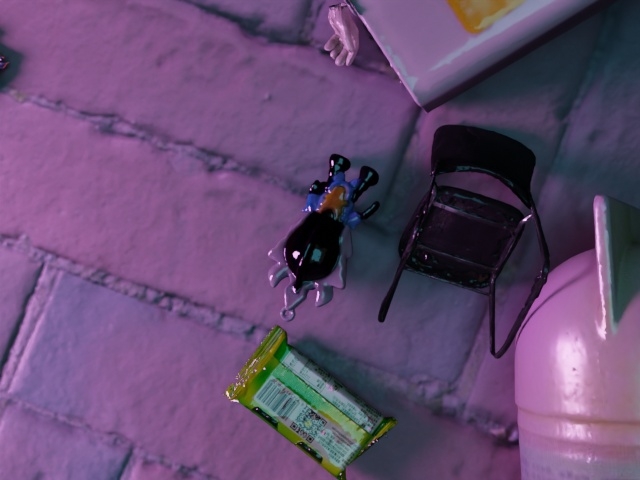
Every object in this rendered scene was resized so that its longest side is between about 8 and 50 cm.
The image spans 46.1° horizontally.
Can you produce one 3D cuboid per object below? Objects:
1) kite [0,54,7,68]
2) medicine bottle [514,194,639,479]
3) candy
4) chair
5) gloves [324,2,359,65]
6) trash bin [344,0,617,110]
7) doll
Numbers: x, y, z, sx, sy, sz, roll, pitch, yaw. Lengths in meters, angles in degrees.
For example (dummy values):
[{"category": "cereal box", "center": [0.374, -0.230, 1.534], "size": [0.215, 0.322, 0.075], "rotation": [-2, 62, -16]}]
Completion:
[{"category": "kite", "center": [-0.450, -0.209, 0.865], "size": [0.183, 0.014, 0.241], "rotation": [-8, 89, 2]}, {"category": "medicine bottle", "center": [0.317, 0.163, 0.757], "size": [0.235, 0.236, 0.406], "rotation": [-2, 85, -1]}, {"category": "candy", "center": [-0.011, 0.189, 0.856], "size": [0.178, 0.032, 0.102], "rotation": [37, 86, 1]}, {"category": "chair", "center": [0.159, -0.010, 0.829], "size": [0.140, 0.221, 0.145], "rotation": [18, 132, -1]}, {"category": "gloves", "center": [0.025, -0.239, 0.854], "size": [0.037, 0.044, 0.081], "rotation": [-3, 111, -14]}, {"category": "trash bin", "center": [0.209, -0.305, 0.773], "size": [0.367, 0.296, 0.256], "rotation": [-34, 91, 13]}, {"category": "doll", "center": [0.000, 0.000, 0.841], "size": [0.096, 0.070, 0.195], "rotation": [23, 82, 15]}]
